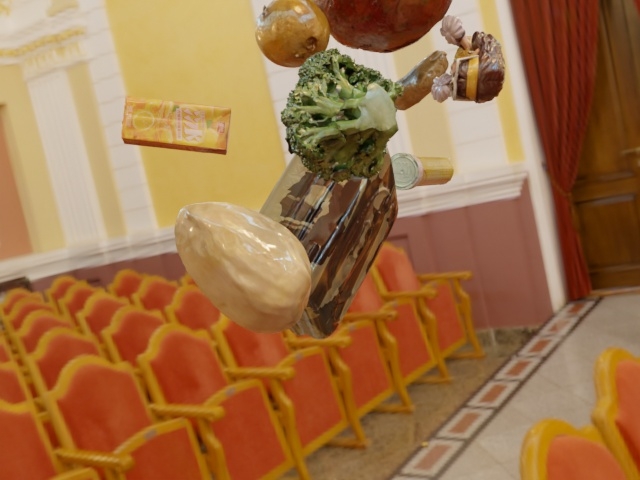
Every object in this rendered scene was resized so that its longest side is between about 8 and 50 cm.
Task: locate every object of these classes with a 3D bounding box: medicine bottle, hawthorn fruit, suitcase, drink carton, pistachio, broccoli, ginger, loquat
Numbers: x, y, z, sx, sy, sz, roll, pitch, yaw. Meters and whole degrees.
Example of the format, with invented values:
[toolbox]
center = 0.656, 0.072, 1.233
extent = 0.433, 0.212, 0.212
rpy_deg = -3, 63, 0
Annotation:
[medicine bottle]
center = 0.208, -0.142, 1.626
extent = 0.074, 0.073, 0.218
rpy_deg = -9, 1, 30
[hawthorn fruit]
center = 0.130, -0.523, 1.620
extent = 0.316, 0.315, 0.316
rpy_deg = -12, 6, 1
[suitcase]
center = 0.000, 0.000, 1.463
extent = 0.194, 0.351, 0.339
rpy_deg = 22, -21, 22
[drink carton]
center = -0.305, -0.243, 1.697
extent = 0.223, 0.096, 0.071
rpy_deg = 5, -4, -6
[pistachio]
center = -0.110, 0.031, 1.160
extent = 0.157, 0.229, 0.157
rpy_deg = -51, -1, -1
[broccoli]
center = 0.031, -0.170, 1.093
extent = 0.195, 0.195, 0.156
rpy_deg = -15, 6, -21
[ginger]
center = 0.218, -0.358, 1.808
extent = 0.069, 0.095, 0.190
rpy_deg = 24, -42, -34
[loquat]
center = -0.054, -0.395, 1.513
extent = 0.141, 0.141, 0.141
rpy_deg = -12, 6, 1

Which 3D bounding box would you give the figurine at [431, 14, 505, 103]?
[figurine]
center = 0.289, -0.341, 1.546
extent = 0.116, 0.174, 0.240
rpy_deg = 1, 29, -7
